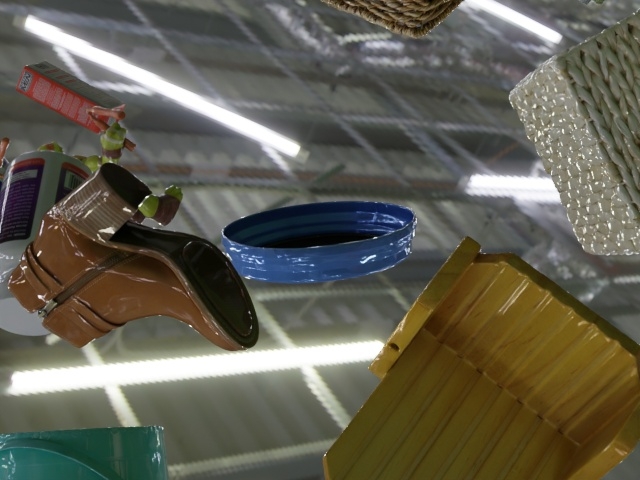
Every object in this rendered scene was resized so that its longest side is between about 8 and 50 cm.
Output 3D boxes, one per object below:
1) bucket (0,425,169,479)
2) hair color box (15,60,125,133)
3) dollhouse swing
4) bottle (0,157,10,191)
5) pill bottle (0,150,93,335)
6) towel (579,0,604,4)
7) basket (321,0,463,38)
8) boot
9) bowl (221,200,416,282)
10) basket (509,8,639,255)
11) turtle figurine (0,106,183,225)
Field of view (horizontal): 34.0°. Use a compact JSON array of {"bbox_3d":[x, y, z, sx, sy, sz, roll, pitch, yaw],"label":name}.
[{"bbox_3d":[-0.325,0.344,1.382,0.281,0.281,0.183,4,-105,-36],"label":"bucket"},{"bbox_3d":[-0.368,-0.212,1.548,0.141,0.043,0.072,29,-162,3],"label":"hair color box"},{"bbox_3d":[0.219,0.252,1.436,0.346,0.315,0.305,38,-130,8],"label":"dollhouse swing"},{"bbox_3d":[-0.568,-0.138,1.543,0.283,0.092,0.118,47,-139,-27],"label":"bottle"},{"bbox_3d":[-0.314,0.004,1.171,0.108,0.108,0.194,15,-129,-20],"label":"pill bottle"},{"bbox_3d":[0.434,-0.562,1.489,0.090,0.374,0.321,14,-143,-26],"label":"towel"},{"bbox_3d":[0.165,-0.547,2.059,0.299,0.223,0.213,29,-149,35],"label":"basket"},{"bbox_3d":[-0.157,0.048,0.871,0.197,0.152,0.073,47,-155,2],"label":"boot"},{"bbox_3d":[0.000,0.000,2.091,0.390,0.077,0.391,-5,-166,1],"label":"bowl"},{"bbox_3d":[0.483,-0.170,1.552,0.328,0.266,0.331,63,178,-1],"label":"basket"},{"bbox_3d":[-0.291,-0.081,1.386,0.217,0.269,0.087,28,-126,-42],"label":"turtle figurine"}]
